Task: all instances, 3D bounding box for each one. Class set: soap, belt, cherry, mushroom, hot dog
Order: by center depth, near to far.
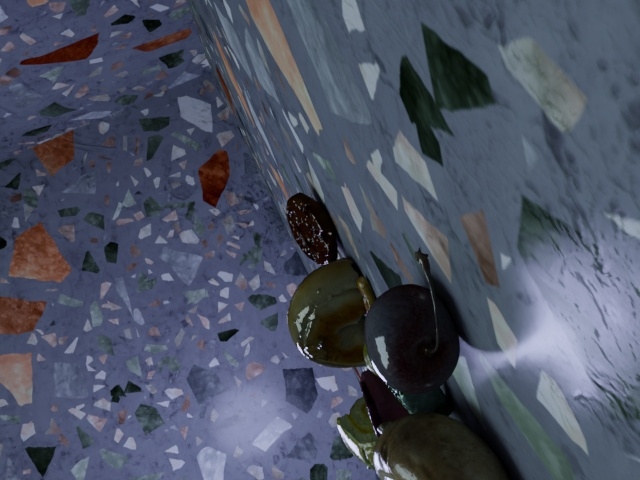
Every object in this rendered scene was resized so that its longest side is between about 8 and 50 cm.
[{"bbox_3d":[0.103,0.085,0.687,0.148,0.115,0.188,-39,-62,-62],"label":"cherry"},{"bbox_3d":[0.166,0.353,0.799,0.255,0.184,0.255,42,170,9],"label":"mushroom"},{"bbox_3d":[0.159,0.238,0.934,0.121,0.079,0.151,43,171,48],"label":"belt"},{"bbox_3d":[0.155,0.351,1.115,0.289,0.112,0.182,-116,7,-73],"label":"soap"},{"bbox_3d":[0.105,0.134,1.199,0.044,0.028,0.137,44,158,55],"label":"hot dog"}]

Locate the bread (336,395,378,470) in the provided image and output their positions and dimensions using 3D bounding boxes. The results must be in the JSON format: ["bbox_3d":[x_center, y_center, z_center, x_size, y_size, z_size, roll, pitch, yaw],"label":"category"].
[{"bbox_3d":[0.158,0.478,1.408,0.124,0.185,0.257,70,166,-11],"label":"bread"}]

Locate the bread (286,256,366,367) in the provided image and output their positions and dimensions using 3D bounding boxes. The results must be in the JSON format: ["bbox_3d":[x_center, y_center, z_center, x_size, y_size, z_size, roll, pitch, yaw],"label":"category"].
[{"bbox_3d":[0.020,0.183,1.340,0.171,0.191,0.314,-112,1,-48],"label":"bread"}]

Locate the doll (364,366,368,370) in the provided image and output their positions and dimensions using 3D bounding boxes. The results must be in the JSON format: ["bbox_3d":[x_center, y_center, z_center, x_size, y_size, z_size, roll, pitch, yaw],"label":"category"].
[{"bbox_3d":[0.152,0.329,1.410,0.091,0.067,0.219,62,177,-9],"label":"doll"}]

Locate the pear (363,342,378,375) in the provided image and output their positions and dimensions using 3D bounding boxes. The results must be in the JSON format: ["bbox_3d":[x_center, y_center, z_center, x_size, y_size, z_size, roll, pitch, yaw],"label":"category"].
[{"bbox_3d":[0.124,0.221,1.107,0.097,0.092,0.092,81,163,-69],"label":"pear"}]

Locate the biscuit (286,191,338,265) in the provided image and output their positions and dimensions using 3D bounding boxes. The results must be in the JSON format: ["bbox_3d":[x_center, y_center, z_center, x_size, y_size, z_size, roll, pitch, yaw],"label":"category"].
[{"bbox_3d":[-0.019,-0.025,1.365,0.192,0.049,0.192,48,151,37],"label":"biscuit"}]
